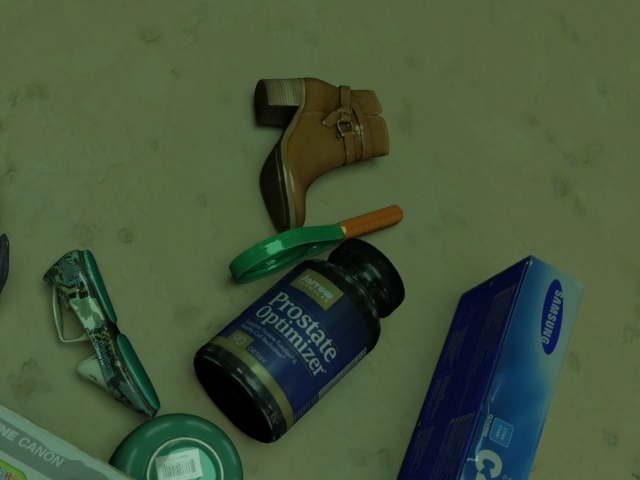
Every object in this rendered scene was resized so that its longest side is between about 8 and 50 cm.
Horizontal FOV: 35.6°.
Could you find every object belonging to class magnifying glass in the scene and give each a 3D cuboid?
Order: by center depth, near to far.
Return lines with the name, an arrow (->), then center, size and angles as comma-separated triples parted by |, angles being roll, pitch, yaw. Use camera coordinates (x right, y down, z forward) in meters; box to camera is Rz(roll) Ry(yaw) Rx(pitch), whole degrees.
magnifying glass -> 0.000, 0.000, 1.114 | 0.231, 0.092, 0.026 | -20, 77, -35

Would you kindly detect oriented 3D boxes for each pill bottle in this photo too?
pill bottle -> -0.016, 0.098, 1.046 | 0.219, 0.123, 0.123 | -41, 89, -27

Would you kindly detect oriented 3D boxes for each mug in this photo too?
mug -> -0.147, 0.244, 0.960 | 0.129, 0.097, 0.157 | 34, 64, -6

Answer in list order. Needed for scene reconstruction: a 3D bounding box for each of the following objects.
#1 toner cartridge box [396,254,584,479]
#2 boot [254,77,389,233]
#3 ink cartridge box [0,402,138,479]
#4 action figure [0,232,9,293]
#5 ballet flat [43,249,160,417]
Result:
toner cartridge box -> 0.164, 0.199, 1.053 | 0.075, 0.165, 0.348 | 28, 65, -10
boot -> 0.009, -0.100, 1.154 | 0.152, 0.073, 0.197 | 1, 74, -24
ink cartridge box -> -0.234, 0.293, 0.841 | 0.309, 0.130, 0.272 | 32, 89, -7
action figure -> -0.443, -0.001, 0.921 | 0.285, 0.099, 0.185 | -1, 38, -31
ballet flat -> -0.226, 0.102, 1.009 | 0.070, 0.070, 0.188 | -21, 78, -25
